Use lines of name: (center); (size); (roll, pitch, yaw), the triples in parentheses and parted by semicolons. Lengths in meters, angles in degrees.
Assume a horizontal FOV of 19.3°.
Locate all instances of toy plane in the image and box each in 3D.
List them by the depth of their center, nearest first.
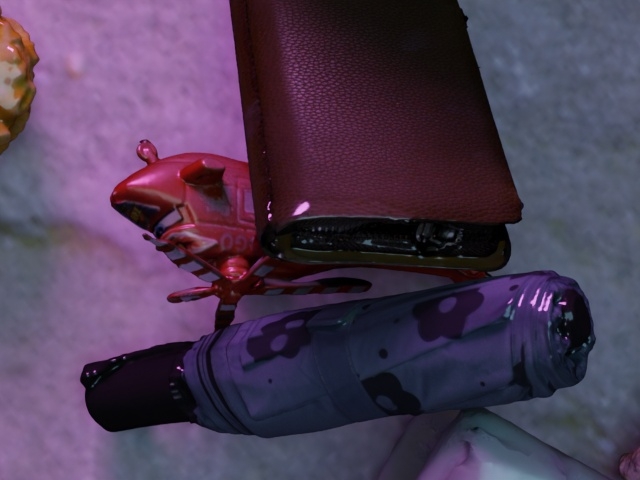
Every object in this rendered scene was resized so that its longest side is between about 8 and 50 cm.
toy plane: (0.002, -0.004, 0.849); (0.194, 0.126, 0.077); (-1, 61, -7)

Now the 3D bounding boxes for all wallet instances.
wallet: (0.018, -0.062, 0.816); (0.110, 0.198, 0.031); (2, 130, -10)

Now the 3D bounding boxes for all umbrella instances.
umbrella: (0.002, 0.055, 0.802); (0.250, 0.052, 0.053); (-13, 97, 33)

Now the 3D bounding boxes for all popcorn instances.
popcorn: (-0.167, -0.071, 0.845); (0.083, 0.057, 0.082); (-17, 98, -12)

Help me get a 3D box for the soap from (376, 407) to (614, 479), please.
soap: (0.060, 0.321, 0.818); (0.261, 0.156, 0.446); (29, 84, -7)

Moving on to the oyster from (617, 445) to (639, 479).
oyster: (0.223, 0.035, 0.897); (0.106, 0.061, 0.200); (18, 86, -8)
